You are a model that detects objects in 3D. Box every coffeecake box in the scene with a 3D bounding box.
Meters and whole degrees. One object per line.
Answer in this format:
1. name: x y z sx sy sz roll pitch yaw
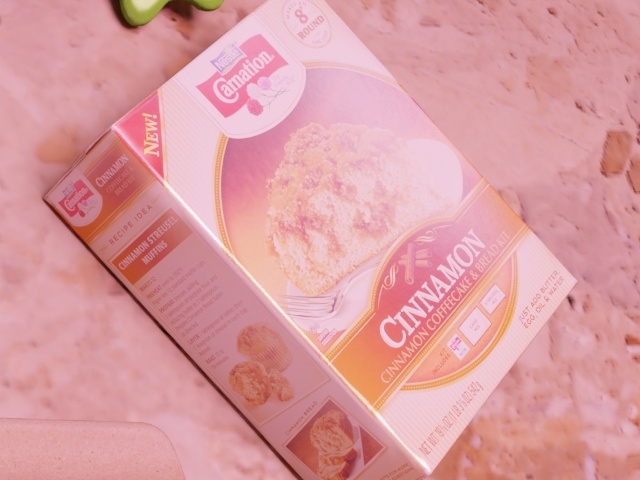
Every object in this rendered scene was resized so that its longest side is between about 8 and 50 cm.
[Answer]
1. coffeecake box: 0.000 0.000 0.760 0.185 0.068 0.142 47 48 -4

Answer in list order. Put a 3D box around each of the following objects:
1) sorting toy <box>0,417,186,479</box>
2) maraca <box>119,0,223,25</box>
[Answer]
1. sorting toy: -0.096 0.134 0.587 0.193 0.038 0.208 6 30 -34
2. maraca: -0.065 -0.188 0.806 0.127 0.099 0.185 27 77 -14
